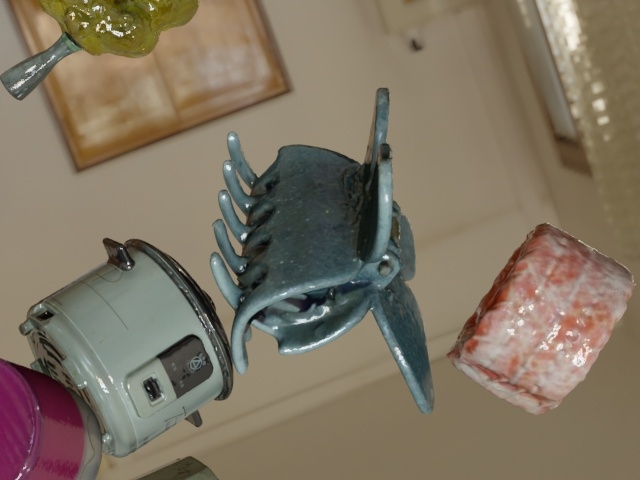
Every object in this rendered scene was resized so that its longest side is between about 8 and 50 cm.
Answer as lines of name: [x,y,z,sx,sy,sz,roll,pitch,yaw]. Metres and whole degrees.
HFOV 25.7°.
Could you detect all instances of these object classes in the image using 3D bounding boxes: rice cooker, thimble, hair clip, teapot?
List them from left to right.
teapot: [-0.359,-0.229,1.820,0.110,0.043,0.043,-35,-169,6]
rice cooker: [-0.232,0.133,1.778,0.227,0.281,0.241,-32,-155,-24]
hair clip: [0.000,0.000,1.784,0.238,0.392,0.318,-7,-138,8]
thimble: [0.290,0.105,1.870,0.239,0.162,0.239,-56,177,-4]

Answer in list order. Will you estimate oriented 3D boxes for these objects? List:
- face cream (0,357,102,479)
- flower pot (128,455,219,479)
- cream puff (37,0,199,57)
face cream: [-0.353,0.225,1.560,0.175,0.175,0.195,-19,162,7]
flower pot: [-0.266,0.473,2.144,0.259,0.290,0.290,-24,-168,-34]
cream puff: [-0.305,-0.409,2.140,0.281,0.282,0.185,-25,-163,-19]
